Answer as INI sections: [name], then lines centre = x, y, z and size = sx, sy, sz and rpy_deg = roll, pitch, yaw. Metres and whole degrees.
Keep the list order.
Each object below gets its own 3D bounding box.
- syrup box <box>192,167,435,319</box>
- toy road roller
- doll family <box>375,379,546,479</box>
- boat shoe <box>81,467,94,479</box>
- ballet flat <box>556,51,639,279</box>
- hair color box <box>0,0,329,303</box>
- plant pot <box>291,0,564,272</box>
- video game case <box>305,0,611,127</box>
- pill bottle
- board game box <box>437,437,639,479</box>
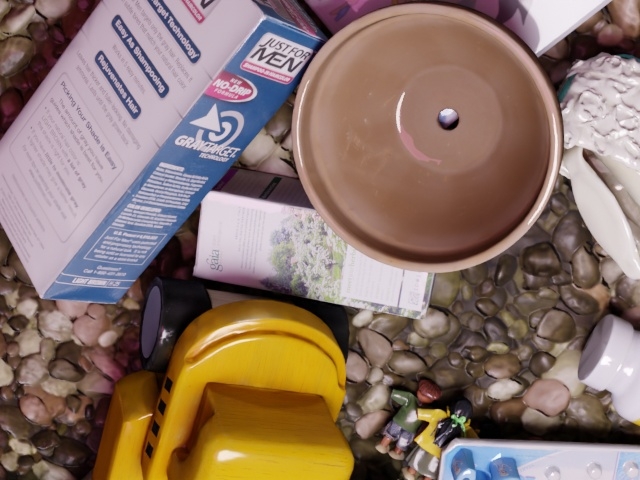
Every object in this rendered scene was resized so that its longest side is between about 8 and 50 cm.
[syrup box]
centre = 0.000, 0.000, 1.104
size = 0.236, 0.096, 0.093
rpy_deg = 11, 111, 7
[toy road roller]
centre = -0.088, 0.206, 1.063
size = 0.202, 0.240, 0.330
rpy_deg = 10, 114, -20
[doll family]
centre = 0.156, 0.220, 1.173
size = 0.193, 0.076, 0.111
rpy_deg = 30, 102, -10
[boat shoe]
centre = -0.231, 0.285, 1.256
size = 0.079, 0.084, 0.233
rpy_deg = 44, 108, -7
[ballet flat]
centre = 0.339, 0.014, 1.023
size = 0.147, 0.147, 0.409
rpy_deg = -41, 94, 20
[hair color box]
centre = -0.166, -0.119, 1.044
size = 0.347, 0.105, 0.174
rpy_deg = -48, 60, 22
[plant pot]
centre = 0.102, -0.099, 0.994
size = 0.237, 0.110, 0.237
rpy_deg = 7, 110, 18
[video game case]
centre = 0.108, -0.302, 1.007
size = 0.300, 0.036, 0.329
rpy_deg = -37, 100, 20
[pill bottle]
centre = 0.353, 0.144, 1.093
size = 0.184, 0.103, 0.103
rpy_deg = 25, 112, -1
[board game box]
centre = 0.304, 0.398, 1.184
size = 0.389, 0.050, 0.390
rpy_deg = 3, 111, -4
